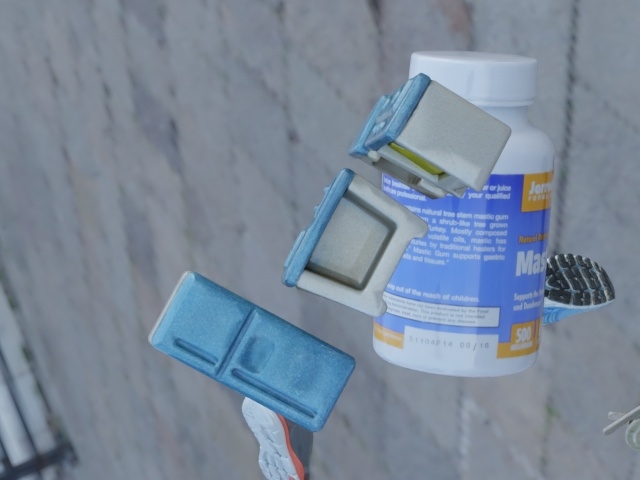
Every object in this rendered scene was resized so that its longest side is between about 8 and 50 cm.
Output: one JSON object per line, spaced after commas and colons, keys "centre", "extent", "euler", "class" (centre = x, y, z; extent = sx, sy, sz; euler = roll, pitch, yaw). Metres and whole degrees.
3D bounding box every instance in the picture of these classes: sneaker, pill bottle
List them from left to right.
{"centre": [-0.024, 0.192, 1.718], "extent": [0.061, 0.065, 0.158], "euler": [27, 146, 36], "class": "sneaker"}
{"centre": [0.128, -0.027, 1.576], "extent": [0.152, 0.152, 0.272], "euler": [-156, 67, -62], "class": "pill bottle"}
{"centre": [0.225, 0.061, 1.848], "extent": [0.073, 0.162, 0.063], "euler": [101, 159, -59], "class": "sneaker"}

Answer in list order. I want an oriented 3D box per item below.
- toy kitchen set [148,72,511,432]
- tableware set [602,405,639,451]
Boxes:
{"centre": [0.000, 0.000, 1.059], "extent": [0.122, 0.207, 0.166], "euler": [28, 176, -5], "class": "toy kitchen set"}
{"centre": [0.412, 0.167, 1.948], "extent": [0.194, 0.128, 0.039], "euler": [-39, 44, 27], "class": "tableware set"}
